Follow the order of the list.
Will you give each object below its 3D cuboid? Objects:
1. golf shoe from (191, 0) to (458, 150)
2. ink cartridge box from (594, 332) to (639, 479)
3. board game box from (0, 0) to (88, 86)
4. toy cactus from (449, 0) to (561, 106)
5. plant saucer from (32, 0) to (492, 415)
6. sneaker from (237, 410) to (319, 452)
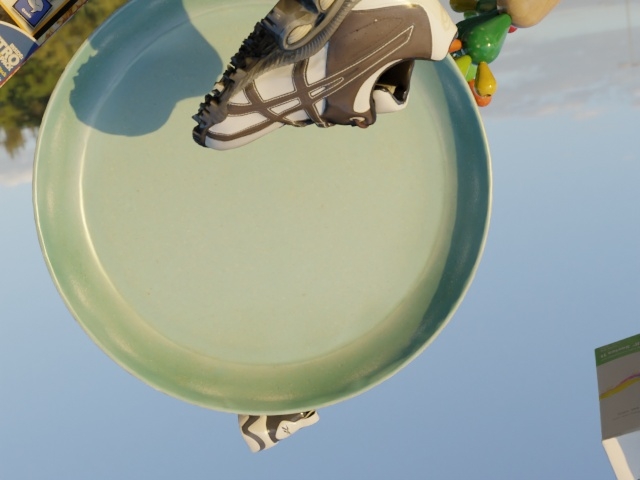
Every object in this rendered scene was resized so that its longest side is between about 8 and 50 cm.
[{"bbox_3d":[-0.004,-0.086,0.556,0.198,0.094,0.077,-35,-155,57],"label":"golf shoe"},{"bbox_3d":[0.499,0.305,1.485,0.119,0.207,0.353,-21,-165,20],"label":"ink cartridge box"},{"bbox_3d":[-0.235,-0.216,0.726,0.045,0.146,0.193,17,-119,50],"label":"board game box"},{"bbox_3d":[0.163,-0.193,0.945,0.180,0.112,0.219,-32,-175,33],"label":"toy cactus"},{"bbox_3d":[-0.039,-0.035,0.712,0.318,0.317,0.043,-11,-170,-3],"label":"plant saucer"},{"bbox_3d":[-0.056,0.224,1.633,0.153,0.094,0.235,-18,-147,7],"label":"sneaker"}]
